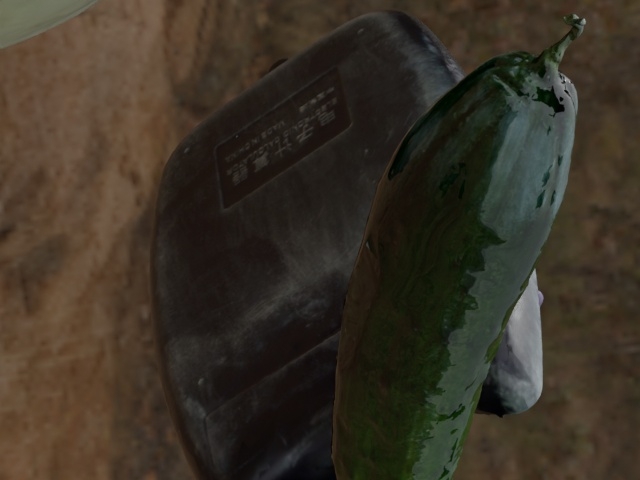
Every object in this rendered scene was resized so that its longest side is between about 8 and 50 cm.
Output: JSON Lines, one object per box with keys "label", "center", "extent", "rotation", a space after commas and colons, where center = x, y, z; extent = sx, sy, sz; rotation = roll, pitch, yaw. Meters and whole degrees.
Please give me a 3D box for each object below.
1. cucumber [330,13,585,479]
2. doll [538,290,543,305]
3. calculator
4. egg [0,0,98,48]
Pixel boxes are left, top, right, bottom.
{"label": "cucumber", "center": [0.024, 0.015, 0.371], "extent": [0.039, 0.039, 0.168], "rotation": [-68, 172, -49]}
{"label": "doll", "center": [0.034, 0.034, 0.754], "extent": [0.206, 0.110, 0.067], "rotation": [-46, 143, -46]}
{"label": "calculator", "center": [0.000, 0.000, 0.717], "extent": [0.040, 0.177, 0.268], "rotation": [46, 19, -35]}
{"label": "egg", "center": [-0.161, -0.214, 0.547], "extent": [0.345, 0.283, 0.283], "rotation": [52, 3, 39]}
